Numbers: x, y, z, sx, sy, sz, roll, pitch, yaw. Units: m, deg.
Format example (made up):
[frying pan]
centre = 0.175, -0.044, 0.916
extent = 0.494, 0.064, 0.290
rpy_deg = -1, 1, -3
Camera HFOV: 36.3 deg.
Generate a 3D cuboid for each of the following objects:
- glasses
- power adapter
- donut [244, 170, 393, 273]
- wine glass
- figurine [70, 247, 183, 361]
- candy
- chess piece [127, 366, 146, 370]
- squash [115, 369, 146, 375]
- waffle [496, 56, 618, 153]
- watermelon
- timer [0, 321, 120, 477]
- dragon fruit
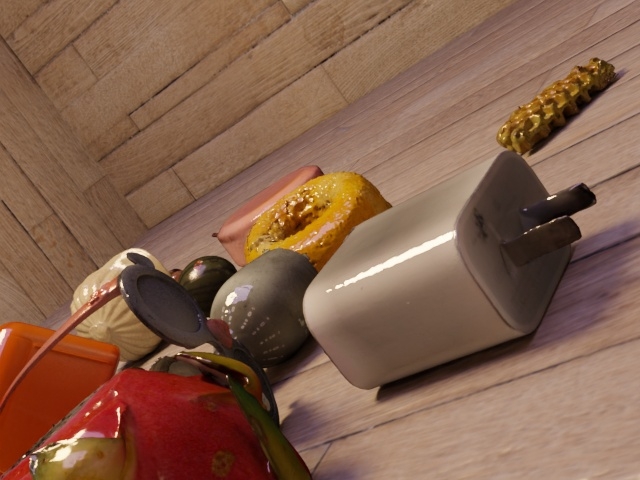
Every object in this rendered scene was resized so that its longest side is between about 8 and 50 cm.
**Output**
[glasses]
centre = -0.197, 0.168, 0.979
extent = 0.268, 0.234, 0.118
rpy_deg = -37, 26, 10
[power adapter]
centre = 0.131, 0.019, 0.886
extent = 0.255, 0.124, 0.187
rpy_deg = -26, 16, 38
[donut]
centre = 0.000, -0.001, 1.426
extent = 0.253, 0.118, 0.253
rpy_deg = -27, 27, 15
[wine glass]
centre = -0.089, 0.112, 1.158
extent = 0.126, 0.126, 0.241
rpy_deg = -26, 18, 41
[figurine]
centre = -0.346, 0.126, 1.838
extent = 0.332, 0.185, 0.205
rpy_deg = 79, -149, -83
[candy]
centre = -0.089, -0.045, 1.886
extent = 0.255, 0.094, 0.255
rpy_deg = -34, 11, 8
[chess piece]
centre = -0.322, 0.244, 1.503
extent = 0.172, 0.060, 0.060
rpy_deg = -28, 13, 44
[squash]
centre = -0.346, 0.267, 1.390
extent = 0.341, 0.094, 0.094
rpy_deg = -28, 13, 31
[waffle]
centre = 0.328, -0.190, 1.357
extent = 0.192, 0.046, 0.160
rpy_deg = -34, 9, 10
[watermelon]
centre = -0.200, 0.082, 1.650
extent = 0.133, 0.105, 0.105
rpy_deg = -17, 8, -10
[timer]
centre = -0.401, 0.262, 1.283
extent = 0.250, 0.161, 0.258
rpy_deg = -44, 29, 52
[dragon fruit]
centre = -0.157, 0.208, 0.785
extent = 0.290, 0.189, 0.290
rpy_deg = -34, 11, 8
